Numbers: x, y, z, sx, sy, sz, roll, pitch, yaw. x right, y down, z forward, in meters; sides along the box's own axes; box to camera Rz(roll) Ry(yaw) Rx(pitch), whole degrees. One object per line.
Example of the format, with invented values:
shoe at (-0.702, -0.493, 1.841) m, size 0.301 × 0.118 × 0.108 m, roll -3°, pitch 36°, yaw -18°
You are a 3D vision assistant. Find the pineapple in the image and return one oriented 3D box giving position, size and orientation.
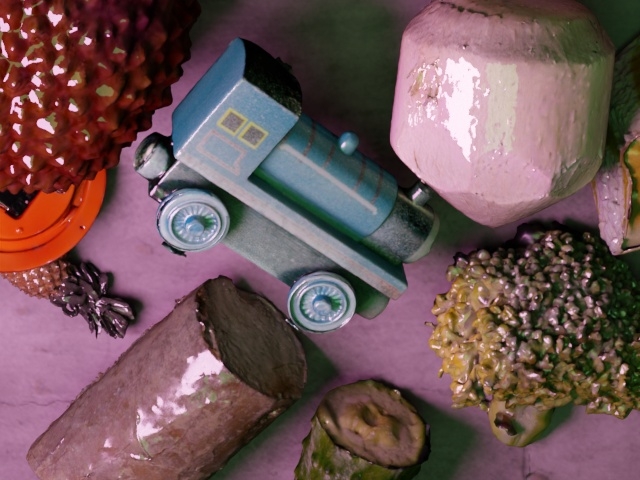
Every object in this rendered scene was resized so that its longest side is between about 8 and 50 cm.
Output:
pineapple at (-0.271, 0.050, 1.806) m, size 0.159 × 0.074 × 0.074 m, roll 37°, pitch 112°, yaw -18°

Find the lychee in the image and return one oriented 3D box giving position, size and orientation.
lychee at (-0.264, -0.207, 1.563) m, size 0.306 × 0.306 × 0.330 m, roll 8°, pitch 91°, yaw 2°

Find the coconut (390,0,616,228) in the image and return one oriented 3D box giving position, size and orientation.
coconut at (0.173, -0.123, 1.599) m, size 0.224 × 0.224 × 0.234 m, roll 11°, pitch 105°, yaw 1°

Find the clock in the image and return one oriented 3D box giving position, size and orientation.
clock at (-0.320, -0.069, 1.720) m, size 0.205 × 0.051 × 0.205 m, roll -1°, pitch 93°, yaw -18°

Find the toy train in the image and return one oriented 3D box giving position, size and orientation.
toy train at (-0.025, -0.043, 1.612) m, size 0.298 × 0.120 × 0.194 m, roll 33°, pitch 112°, yaw -23°

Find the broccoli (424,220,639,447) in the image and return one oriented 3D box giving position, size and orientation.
broccoli at (0.226, 0.133, 1.726) m, size 0.242 × 0.180 × 0.273 m, roll 13°, pitch 114°, yaw -1°

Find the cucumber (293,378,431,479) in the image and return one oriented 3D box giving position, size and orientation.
cucumber at (0.022, 0.277, 1.845) m, size 0.134 × 0.134 × 0.244 m, roll 22°, pitch 126°, yaw -4°

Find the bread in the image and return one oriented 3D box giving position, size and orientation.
bread at (0.356, -0.105, 1.635) m, size 0.156 × 0.158 × 0.261 m, roll 35°, pitch 111°, yaw -24°

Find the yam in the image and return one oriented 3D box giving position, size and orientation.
yam at (-0.167, 0.189, 1.805) m, size 0.168 × 0.168 × 0.304 m, roll 42°, pitch 109°, yaw -12°
